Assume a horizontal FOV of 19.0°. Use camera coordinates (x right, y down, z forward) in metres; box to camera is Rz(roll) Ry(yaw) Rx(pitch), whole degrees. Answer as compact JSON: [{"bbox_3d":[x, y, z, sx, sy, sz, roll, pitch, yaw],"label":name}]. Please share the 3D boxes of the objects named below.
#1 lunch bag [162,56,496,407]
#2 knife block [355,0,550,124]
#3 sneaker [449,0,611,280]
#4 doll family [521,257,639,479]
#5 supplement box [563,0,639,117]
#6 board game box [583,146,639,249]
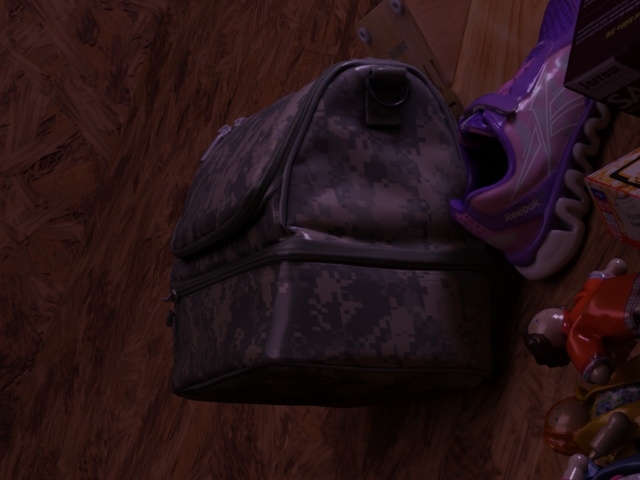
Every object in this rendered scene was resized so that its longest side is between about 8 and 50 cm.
[{"bbox_3d":[0.000,0.000,1.565,0.305,0.212,0.256,157,117,-67],"label":"lunch bag"},{"bbox_3d":[0.166,-0.180,1.592,0.276,0.242,0.088,61,153,2],"label":"knife block"},{"bbox_3d":[0.159,-0.093,1.452,0.095,0.104,0.236,-30,42,65],"label":"sneaker"},{"bbox_3d":[0.178,0.129,1.127,0.163,0.118,0.263,-29,29,37],"label":"doll family"},{"bbox_3d":[0.254,-0.222,1.364,0.130,0.073,0.239,-31,41,64],"label":"supplement box"},{"bbox_3d":[0.255,-0.038,1.083,0.146,0.045,0.193,-30,17,-8],"label":"board game box"}]
